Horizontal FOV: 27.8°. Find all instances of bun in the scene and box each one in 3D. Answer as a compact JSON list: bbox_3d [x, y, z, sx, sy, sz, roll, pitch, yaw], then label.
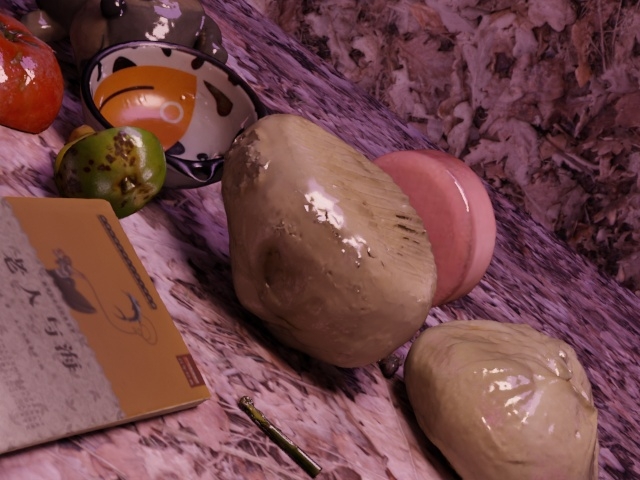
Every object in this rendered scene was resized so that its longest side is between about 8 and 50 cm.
[{"bbox_3d":[0.282,0.241,1.847,0.361,0.213,0.361,39,16,-13],"label":"bun"},{"bbox_3d":[0.000,0.000,1.777,0.362,0.234,0.326,53,28,3],"label":"bun"}]

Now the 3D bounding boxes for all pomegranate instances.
[{"bbox_3d":[-0.275,-0.088,1.672,0.169,0.143,0.122,4,-65,57],"label":"pomegranate"}]

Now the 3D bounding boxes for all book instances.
[{"bbox_3d":[-0.267,0.070,1.289,0.269,0.032,0.389,60,20,11],"label":"book"}]

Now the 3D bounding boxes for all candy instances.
[{"bbox_3d":[0.143,-0.009,1.942,0.255,0.255,0.094,47,30,24],"label":"candy"}]

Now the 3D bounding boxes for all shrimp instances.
[{"bbox_3d":[0.104,0.181,1.956,0.038,0.029,0.092,33,9,8],"label":"shrimp"}]

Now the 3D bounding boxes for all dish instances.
[{"bbox_3d":[-0.222,-0.162,1.892,0.303,0.120,0.303,14,42,-13],"label":"dish"}]

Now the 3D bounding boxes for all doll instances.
[{"bbox_3d":[-0.291,-0.347,2.126,0.382,0.252,0.378,49,17,11],"label":"doll"}]

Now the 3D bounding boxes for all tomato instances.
[{"bbox_3d":[-0.445,-0.251,1.768,0.237,0.095,0.237,35,16,-12],"label":"tomato"}]

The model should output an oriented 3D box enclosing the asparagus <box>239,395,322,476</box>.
[{"bbox_3d":[-0.048,0.226,1.499,0.127,0.015,0.018,43,7,10],"label":"asparagus"}]
